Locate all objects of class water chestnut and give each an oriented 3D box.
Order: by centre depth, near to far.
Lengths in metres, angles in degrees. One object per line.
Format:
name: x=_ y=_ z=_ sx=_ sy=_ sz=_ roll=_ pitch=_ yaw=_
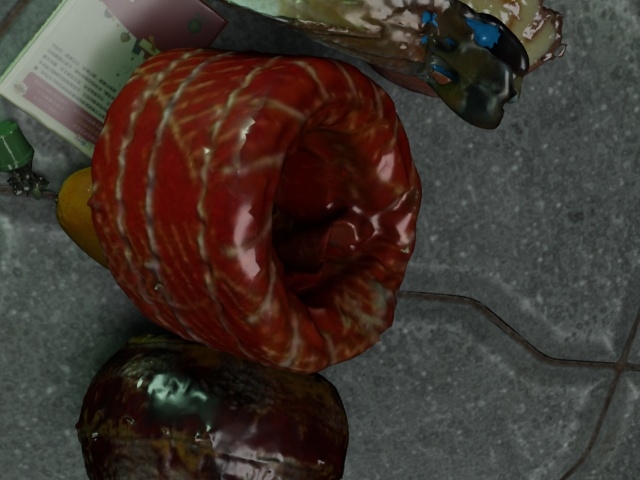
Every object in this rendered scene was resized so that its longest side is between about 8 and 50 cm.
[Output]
water chestnut: x=-0.129 y=0.222 z=1.261 sx=0.351 sy=0.350 sz=0.302 roll=25 pitch=63 yaw=-26

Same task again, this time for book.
book: x=-0.237 y=-0.213 z=1.147 sx=0.162 sy=0.022 sz=0.232 roll=37 pitch=99 yaw=-26

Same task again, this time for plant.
plant: x=-0.351 y=-0.085 z=1.157 sx=0.051 sy=0.051 sz=0.102 roll=-22 pitch=125 yaw=-6

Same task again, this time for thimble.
thimble: x=-0.061 y=-0.036 z=1.079 sx=0.350 sy=0.231 sz=0.350 roll=-14 pitch=108 yaw=-52

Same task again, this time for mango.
mango: x=-0.197 y=-0.005 z=1.200 sx=0.253 sy=0.113 sz=0.138 roll=35 pitch=128 yaw=-31

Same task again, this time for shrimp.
shrimp: x=0.006 y=-0.255 z=1.018 sx=0.446 sy=0.221 sz=0.109 roll=29 pitch=129 yaw=10

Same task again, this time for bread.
bread: x=0.165 y=-0.260 z=1.194 sx=0.244 sy=0.123 sz=0.190 roll=8 pitch=113 yaw=-20
